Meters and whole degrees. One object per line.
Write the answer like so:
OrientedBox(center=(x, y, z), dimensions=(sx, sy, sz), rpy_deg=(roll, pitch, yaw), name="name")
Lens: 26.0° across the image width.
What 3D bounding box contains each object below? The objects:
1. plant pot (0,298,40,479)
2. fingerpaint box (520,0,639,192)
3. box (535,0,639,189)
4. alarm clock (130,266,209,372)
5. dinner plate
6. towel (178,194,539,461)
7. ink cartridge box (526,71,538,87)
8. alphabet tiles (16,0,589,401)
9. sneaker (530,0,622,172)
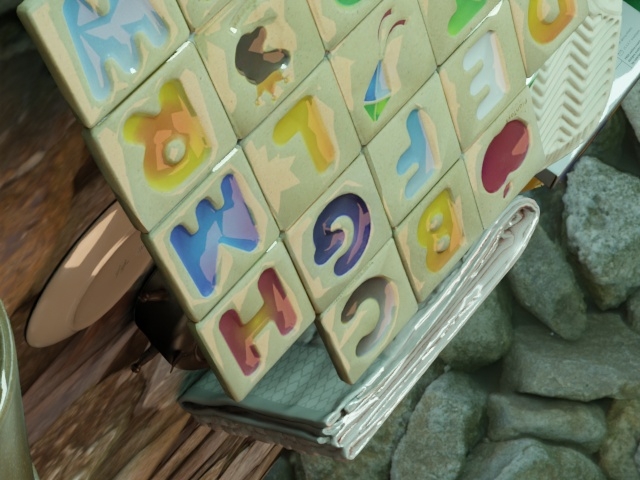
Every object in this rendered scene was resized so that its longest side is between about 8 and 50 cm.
OrientedBox(center=(-0.174, 0.086, 0.495), dimensions=(0.167, 0.167, 0.165), rpy_deg=(-46, 161, -36), name="plant pot")
OrientedBox(center=(0.269, -0.243, 1.413), dimensions=(0.371, 0.163, 0.445), rpy_deg=(-54, 170, 13), name="fingerpaint box")
OrientedBox(center=(0.143, -0.150, 1.039), dimensions=(0.145, 0.186, 0.038), rpy_deg=(-50, 169, -12), name="box")
OrientedBox(center=(-0.058, 0.030, 1.049), dimensions=(0.192, 0.064, 0.129), rpy_deg=(-35, 158, -29), name="alarm clock")
OrientedBox(center=(-0.130, 0.015, 0.869), dimensions=(0.141, 0.017, 0.141), rpy_deg=(-52, 173, -9), name="dinner plate")
OrientedBox(center=(0.030, 0.075, 1.397), dimensions=(0.317, 0.053, 0.332), rpy_deg=(-48, -159, -22), name="towel")
OrientedBox(center=(0.014, -0.064, 0.819), dimensions=(0.093, 0.154, 0.212), rpy_deg=(-46, 170, -27), name="ink cartridge box")
OrientedBox(center=(0.019, -0.098, 0.599), dimensions=(0.285, 0.011, 0.343), rpy_deg=(-47, 140, -23), name="alphabet tiles")
OrientedBox(center=(0.106, -0.205, 0.782), dimensions=(0.131, 0.148, 0.350), rpy_deg=(-24, 138, -39), name="sneaker")
